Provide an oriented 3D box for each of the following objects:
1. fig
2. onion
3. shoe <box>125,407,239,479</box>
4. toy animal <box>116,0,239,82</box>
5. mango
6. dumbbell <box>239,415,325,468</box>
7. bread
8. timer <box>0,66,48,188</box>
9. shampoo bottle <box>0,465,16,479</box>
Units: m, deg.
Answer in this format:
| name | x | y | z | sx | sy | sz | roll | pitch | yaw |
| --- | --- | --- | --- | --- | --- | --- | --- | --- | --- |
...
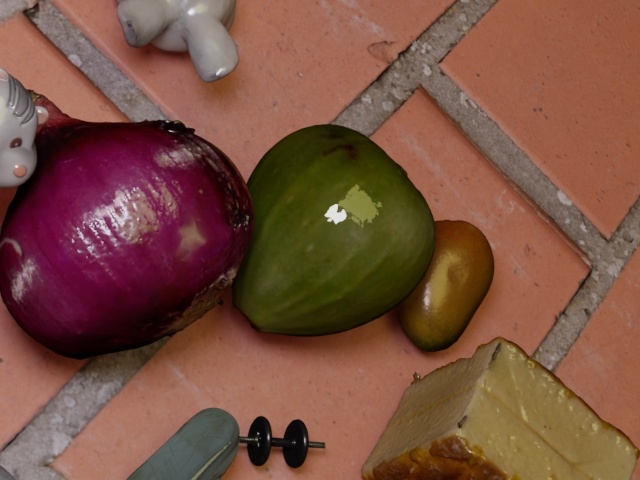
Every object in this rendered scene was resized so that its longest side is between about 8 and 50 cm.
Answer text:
| name | x | y | z | sx | sy | sz | roll | pitch | yaw |
| --- | --- | --- | --- | --- | --- | --- | --- | --- | --- |
| fig | 0.000 | 0.000 | 1.718 | 0.316 | 0.316 | 0.316 | 12 | 63 | -25 |
| onion | -0.284 | -0.042 | 1.546 | 0.348 | 0.348 | 0.385 | -35 | 81 | -36 |
| shoe | -0.188 | 0.335 | 1.570 | 0.251 | 0.103 | 0.100 | -51 | 141 | -23 |
| toy animal | -0.196 | -0.400 | 1.804 | 0.196 | 0.241 | 0.367 | 21 | 59 | -18 |
| mango | 0.187 | 0.065 | 1.884 | 0.151 | 0.120 | 0.221 | 39 | 62 | -10 |
| dumbbell | -0.059 | 0.281 | 1.674 | 0.147 | 0.069 | 0.069 | 8 | 64 | -26 |
| bread | 0.250 | 0.321 | 1.712 | 0.279 | 0.279 | 0.207 | 41 | 52 | -11 |
| timer | -0.461 | -0.077 | 1.396 | 0.315 | 0.291 | 0.291 | -36 | 88 | 8 |
| shampoo bottle | -0.449 | 0.373 | 1.254 | 0.317 | 0.322 | 0.322 | -7 | 72 | -38 |
